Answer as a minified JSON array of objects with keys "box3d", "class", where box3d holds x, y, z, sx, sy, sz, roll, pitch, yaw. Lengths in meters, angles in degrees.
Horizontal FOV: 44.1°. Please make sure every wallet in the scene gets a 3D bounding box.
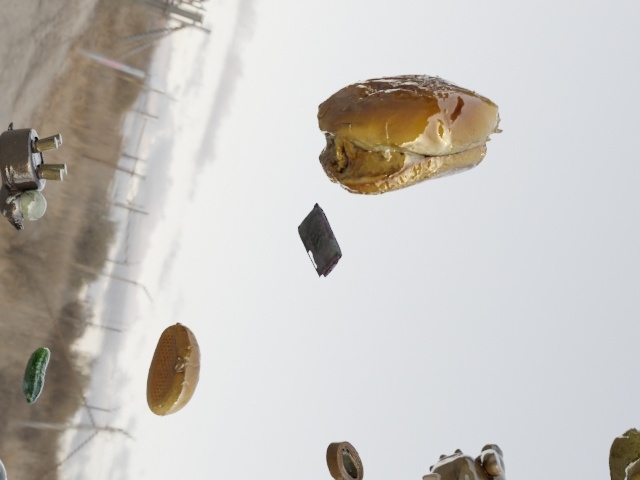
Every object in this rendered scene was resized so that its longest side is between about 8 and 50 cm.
[{"box3d":[0.001,0.000,2.026,0.111,0.030,0.166,-49,-124,42],"class":"wallet"}]

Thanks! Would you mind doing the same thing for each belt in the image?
[{"box3d":[0.040,0.390,1.376,0.036,0.083,0.059,-16,-163,42],"class":"belt"}]

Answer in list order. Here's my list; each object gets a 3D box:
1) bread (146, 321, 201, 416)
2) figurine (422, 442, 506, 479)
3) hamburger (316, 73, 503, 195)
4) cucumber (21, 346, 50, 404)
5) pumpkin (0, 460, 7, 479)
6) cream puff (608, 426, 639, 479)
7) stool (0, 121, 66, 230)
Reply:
[{"box3d":[-0.289,0.260,1.577,0.114,0.077,0.189,-11,-122,36],"class":"bread"},{"box3d":[0.293,0.503,1.574,0.247,0.173,0.177,10,58,-77],"class":"figurine"},{"box3d":[0.150,-0.190,1.356,0.290,0.314,0.170,33,-47,54],"class":"hamburger"},{"box3d":[-0.504,0.238,1.387,0.155,0.037,0.037,-106,-144,-59],"class":"cucumber"},{"box3d":[-0.606,0.405,1.301,0.125,0.167,0.167,29,-78,69],"class":"pumpkin"},{"box3d":[0.592,0.371,1.218,0.274,0.269,0.324,-4,85,-68],"class":"cream puff"},{"box3d":[-0.562,-0.128,1.530,0.125,0.121,0.217,119,-34,-73],"class":"stool"}]
